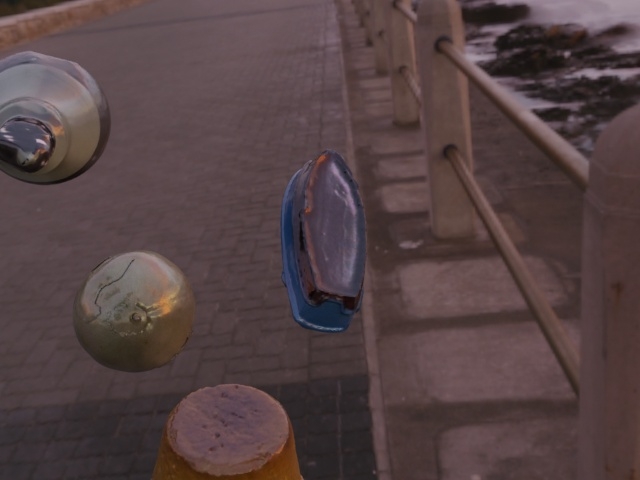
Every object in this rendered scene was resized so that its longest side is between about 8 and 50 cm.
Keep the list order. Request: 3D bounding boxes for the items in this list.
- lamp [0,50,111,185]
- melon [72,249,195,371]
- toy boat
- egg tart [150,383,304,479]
[{"bbox_3d":[-0.381,-0.156,0.979,0.181,0.182,0.314,-7,9,2],"label":"lamp"},{"bbox_3d":[-0.403,0.156,1.668,0.268,0.269,0.330,-13,-2,-13],"label":"melon"},{"bbox_3d":[0.000,0.000,0.854,0.100,0.097,0.223,12,54,-21],"label":"toy boat"},{"bbox_3d":[-0.116,0.286,0.958,0.215,0.171,0.215,5,30,-3],"label":"egg tart"}]
